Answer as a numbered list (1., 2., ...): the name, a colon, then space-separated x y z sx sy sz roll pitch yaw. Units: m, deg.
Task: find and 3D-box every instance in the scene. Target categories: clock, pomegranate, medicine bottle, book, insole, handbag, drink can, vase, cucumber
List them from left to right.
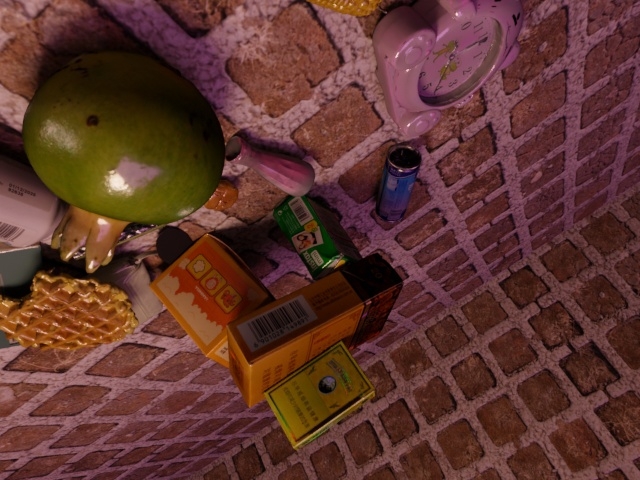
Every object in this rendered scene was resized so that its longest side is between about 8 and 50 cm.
1. book: -0.732 0.138 0.998 0.264 0.031 0.379 -9 144 -34
2. medicine bottle: -0.511 -0.061 0.780 0.135 0.135 0.215 -36 150 12
3. cucumber: -0.425 -0.026 0.995 0.211 0.062 0.078 -26 -175 -19
4. pomegranate: -0.295 -0.108 0.747 0.309 0.216 0.359 18 98 -63
5. handbag: -0.464 0.123 1.176 0.219 0.079 0.256 -32 154 -23
6. insole: -0.343 0.039 1.189 0.086 0.005 0.253 -47 153 -10
7. vase: -0.111 -0.166 1.034 0.086 0.086 0.214 -44 143 23
8. drink can: 0.214 -0.155 1.317 0.097 0.097 0.235 -21 149 -15
9. clock: 0.273 -0.398 0.978 0.322 0.113 0.296 -31 150 1

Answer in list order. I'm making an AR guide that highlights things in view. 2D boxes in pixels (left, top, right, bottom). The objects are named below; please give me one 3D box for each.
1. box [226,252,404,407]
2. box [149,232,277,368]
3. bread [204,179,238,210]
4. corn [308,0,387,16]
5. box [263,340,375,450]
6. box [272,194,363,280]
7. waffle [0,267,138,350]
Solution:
1. box: -0.012 0.211 1.123 0.415 0.116 0.264 -25 149 -25
2. box: -0.237 0.175 1.226 0.214 0.259 0.284 -45 153 -10
3. bread: -0.229 -0.103 1.056 0.081 0.046 0.083 -39 148 11
4. corn: -0.023 -0.415 0.700 0.305 0.106 0.106 -3 141 -36
5. box: -0.001 0.351 1.073 0.219 0.141 0.064 -30 151 -12
6. box: 0.000 0.000 1.206 0.103 0.250 0.180 -40 150 16
7. waffle: -0.552 0.161 1.013 0.300 0.058 0.282 -11 140 1
